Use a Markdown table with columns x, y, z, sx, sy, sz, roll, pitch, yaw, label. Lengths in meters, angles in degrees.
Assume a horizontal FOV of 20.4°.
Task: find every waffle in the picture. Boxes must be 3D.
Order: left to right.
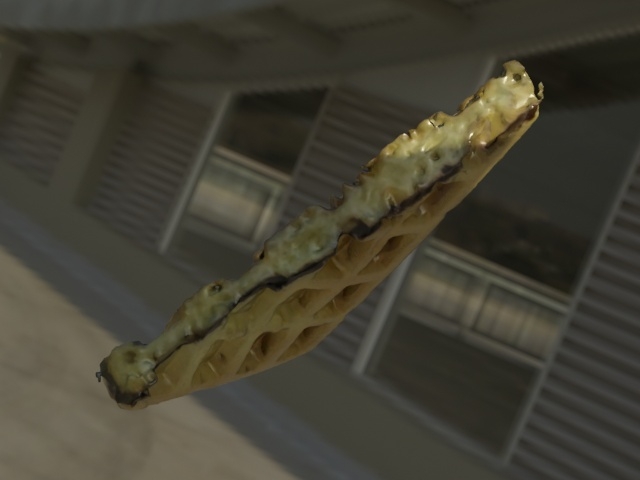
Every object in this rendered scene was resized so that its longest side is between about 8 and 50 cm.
| x | y | z | sx | sy | sz | roll | pitch | yaw | label |
| --- | --- | --- | --- | --- | --- | --- | --- | --- | --- |
| 0.000 | 0.000 | 0.579 | 0.097 | 0.152 | 0.023 | -12 | 62 | -50 | waffle |
